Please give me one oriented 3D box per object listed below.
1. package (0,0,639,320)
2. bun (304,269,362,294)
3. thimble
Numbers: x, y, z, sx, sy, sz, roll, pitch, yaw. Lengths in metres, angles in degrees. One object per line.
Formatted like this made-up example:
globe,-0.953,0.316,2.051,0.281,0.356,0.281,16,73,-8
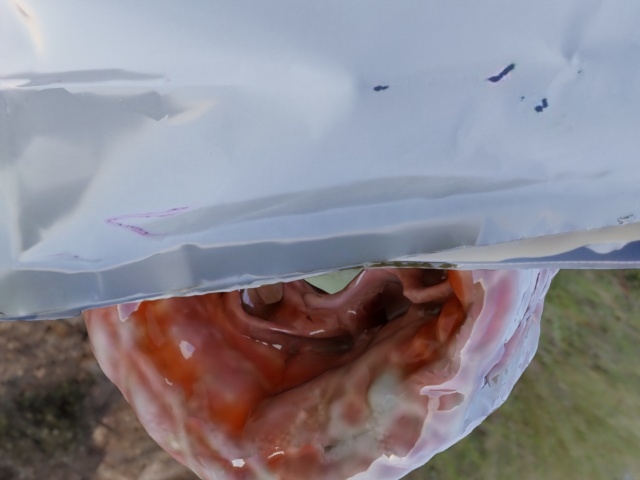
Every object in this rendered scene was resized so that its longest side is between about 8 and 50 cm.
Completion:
package,0.010,-0.063,0.527,0.221,0.311,0.165,-142,-134,-67
bun,0.085,0.014,1.324,0.179,0.283,0.283,83,28,-42
thimble,0.000,0.000,0.695,0.239,0.239,0.162,-58,165,20
